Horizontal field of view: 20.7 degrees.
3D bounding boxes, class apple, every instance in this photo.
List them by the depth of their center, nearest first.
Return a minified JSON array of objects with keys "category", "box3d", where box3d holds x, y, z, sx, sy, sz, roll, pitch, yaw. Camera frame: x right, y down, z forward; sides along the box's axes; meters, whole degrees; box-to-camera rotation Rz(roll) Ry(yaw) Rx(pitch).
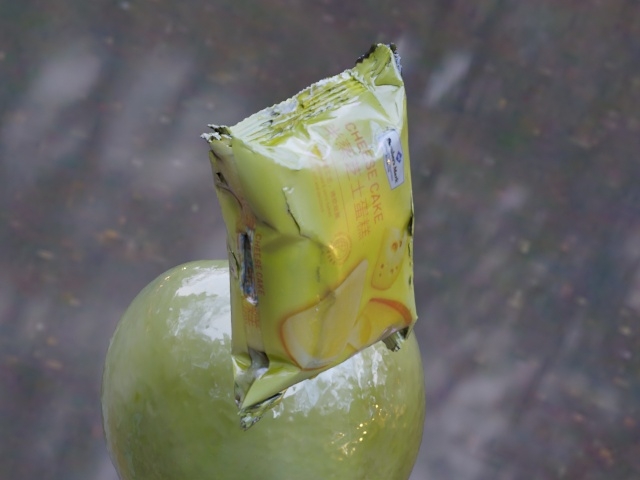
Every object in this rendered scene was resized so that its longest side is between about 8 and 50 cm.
[{"category":"apple","box3d":[-0.049,0.145,1.559,0.292,0.292,0.254,4,65,-35]}]

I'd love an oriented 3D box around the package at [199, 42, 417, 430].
[{"category":"package","box3d":[0.000,0.000,1.119,0.090,0.226,0.168,22,37,40]}]
